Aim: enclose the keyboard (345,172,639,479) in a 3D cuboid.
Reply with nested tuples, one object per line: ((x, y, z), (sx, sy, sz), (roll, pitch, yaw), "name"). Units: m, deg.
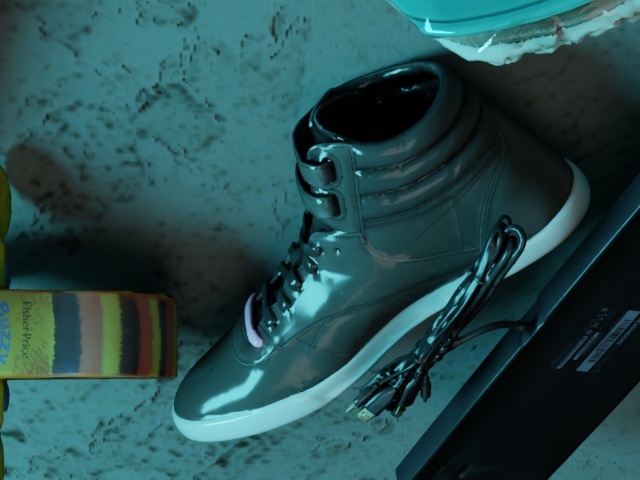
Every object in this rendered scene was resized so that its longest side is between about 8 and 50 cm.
((0.136, 0.047, 1.017), (0.202, 0.033, 0.317), (8, 131, -35), "keyboard")

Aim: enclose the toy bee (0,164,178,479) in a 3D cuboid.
((-0.223, 0.067, 1.004), (0.298, 0.162, 0.195), (-21, 90, -13), "toy bee")

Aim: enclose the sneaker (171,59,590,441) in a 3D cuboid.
((0.000, 0.000, 1.028), (0.296, 0.104, 0.147), (-34, 120, 14), "sneaker")

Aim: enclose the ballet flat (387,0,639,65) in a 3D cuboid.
((0.221, -0.207, 0.864), (0.409, 0.147, 0.147), (-33, 122, 22), "ballet flat")
